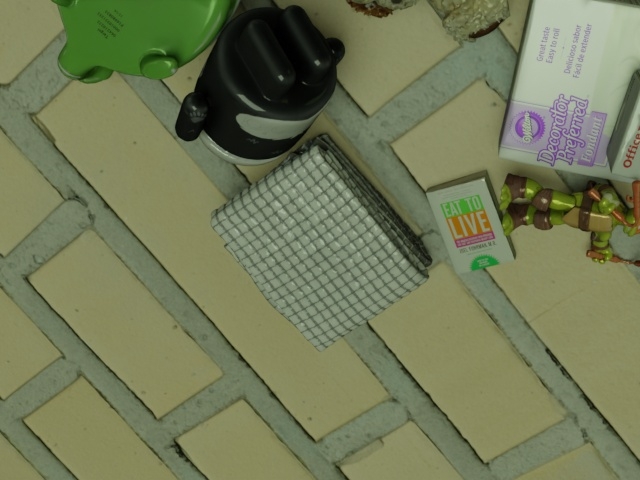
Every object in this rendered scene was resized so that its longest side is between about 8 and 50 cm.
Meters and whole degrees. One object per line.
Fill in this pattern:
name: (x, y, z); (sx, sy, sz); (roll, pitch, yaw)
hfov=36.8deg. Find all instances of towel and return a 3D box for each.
towel: (0.000, 0.000, 1.478); (0.235, 0.121, 0.283); (-35, 104, 25)

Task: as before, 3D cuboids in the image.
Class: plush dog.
plush dog: (0.118, -0.376, 1.246); (0.225, 0.262, 0.210); (-12, 78, 7)

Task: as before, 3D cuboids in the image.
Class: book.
book: (0.229, -0.025, 1.464); (0.096, 0.035, 0.144); (-16, 111, 23)

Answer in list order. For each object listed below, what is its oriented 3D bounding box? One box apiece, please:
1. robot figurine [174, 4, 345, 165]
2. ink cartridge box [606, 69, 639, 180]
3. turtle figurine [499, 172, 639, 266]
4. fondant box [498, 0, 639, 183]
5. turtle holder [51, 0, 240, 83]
robot figurine: (-0.082, -0.212, 1.326); (0.209, 0.173, 0.278); (13, 160, -15)
ink cartridge box: (0.472, -0.131, 1.232); (0.175, 0.072, 0.127); (14, 117, 5)
turtle figurine: (0.368, -0.046, 1.359); (0.217, 0.269, 0.087); (10, 72, 20)
fondant box: (0.427, -0.202, 1.303); (0.330, 0.096, 0.238); (12, 116, 8)
turtle holder: (-0.228, -0.334, 1.314); (0.243, 0.227, 0.320); (18, 117, 3)
